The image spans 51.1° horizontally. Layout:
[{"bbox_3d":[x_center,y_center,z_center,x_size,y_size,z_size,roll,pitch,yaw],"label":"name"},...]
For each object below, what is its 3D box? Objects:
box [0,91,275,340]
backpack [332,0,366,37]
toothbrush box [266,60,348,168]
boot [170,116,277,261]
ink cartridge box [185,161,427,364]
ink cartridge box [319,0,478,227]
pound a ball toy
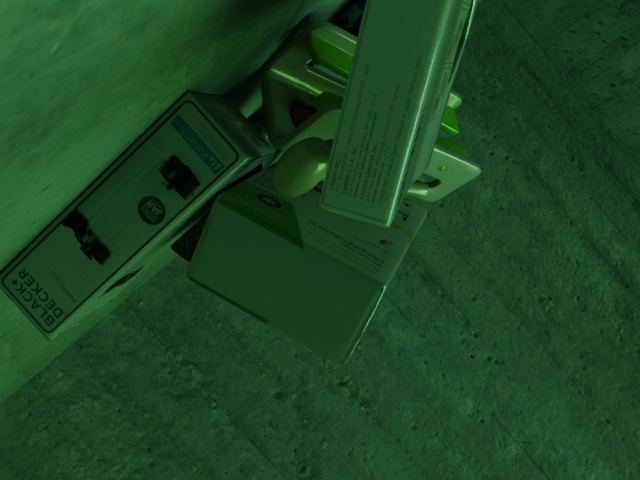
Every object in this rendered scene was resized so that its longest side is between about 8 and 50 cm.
[{"bbox_3d":[-0.195,-0.031,0.738,0.290,0.087,0.169,-41,-176,12],"label":"box"},{"bbox_3d":[0.122,-0.303,0.874,0.173,0.117,0.158,-38,-175,41],"label":"backpack"},{"bbox_3d":[0.031,-0.165,1.167,0.295,0.217,0.126,152,-48,-68],"label":"toothbrush box"},{"bbox_3d":[-0.130,-0.114,0.991,0.222,0.118,0.338,-54,-169,-29],"label":"boot"},{"bbox_3d":[0.000,0.000,0.819,0.117,0.201,0.278,-65,172,25],"label":"ink cartridge box"},{"bbox_3d":[0.091,-0.186,0.592,0.261,0.066,0.296,-47,153,-68],"label":"ink cartridge box"},{"bbox_3d":[0.050,-0.110,0.807,0.319,0.208,0.136,13,148,-41],"label":"pound a ball toy"}]
